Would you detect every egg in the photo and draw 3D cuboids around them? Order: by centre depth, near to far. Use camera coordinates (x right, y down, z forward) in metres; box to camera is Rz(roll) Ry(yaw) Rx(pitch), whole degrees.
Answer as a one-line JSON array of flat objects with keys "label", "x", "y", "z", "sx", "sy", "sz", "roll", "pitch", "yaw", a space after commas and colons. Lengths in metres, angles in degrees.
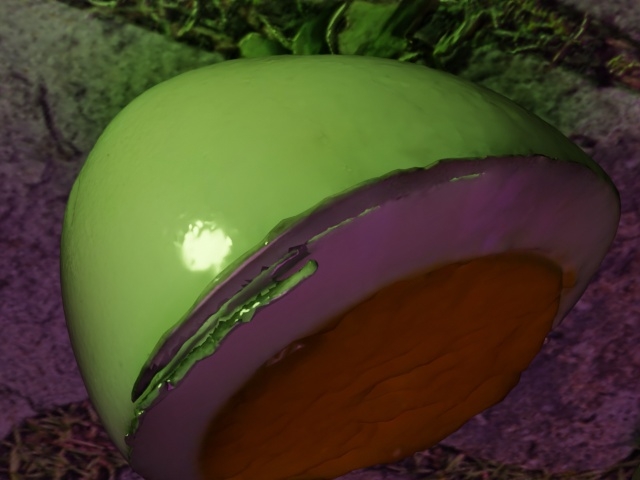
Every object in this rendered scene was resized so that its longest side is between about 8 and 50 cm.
[{"label": "egg", "x": 0.001, "y": -0.003, "z": 0.905, "sx": 0.286, "sy": 0.174, "sz": 0.264, "roll": -5, "pitch": 143, "yaw": -37}]

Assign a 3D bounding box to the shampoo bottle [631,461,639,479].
[{"label": "shampoo bottle", "x": 0.296, "y": 0.095, "z": 1.083, "sx": 0.127, "sy": 0.078, "sz": 0.257, "roll": 39, "pitch": 125, "yaw": -1}]
